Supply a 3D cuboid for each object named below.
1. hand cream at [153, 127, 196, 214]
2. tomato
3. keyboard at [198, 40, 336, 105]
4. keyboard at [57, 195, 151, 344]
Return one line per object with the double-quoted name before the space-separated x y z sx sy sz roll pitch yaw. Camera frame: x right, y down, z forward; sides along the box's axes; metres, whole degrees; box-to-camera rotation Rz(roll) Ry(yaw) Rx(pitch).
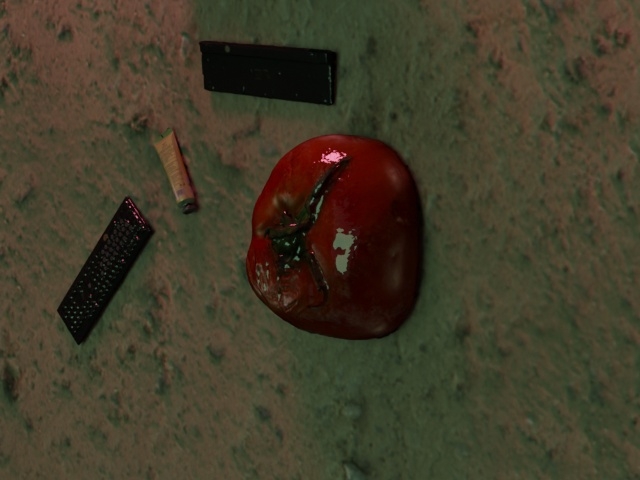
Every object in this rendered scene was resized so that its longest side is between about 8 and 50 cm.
"hand cream" -0.166 -0.078 2.114 0.035 0.022 0.102 -37 64 38
"tomato" -0.002 0.002 1.923 0.228 0.101 0.228 5 97 45
"keyboard" -0.059 -0.186 2.011 0.195 0.018 0.060 11 108 41
"keyboard" -0.262 0.038 2.216 0.064 0.010 0.198 52 125 28
